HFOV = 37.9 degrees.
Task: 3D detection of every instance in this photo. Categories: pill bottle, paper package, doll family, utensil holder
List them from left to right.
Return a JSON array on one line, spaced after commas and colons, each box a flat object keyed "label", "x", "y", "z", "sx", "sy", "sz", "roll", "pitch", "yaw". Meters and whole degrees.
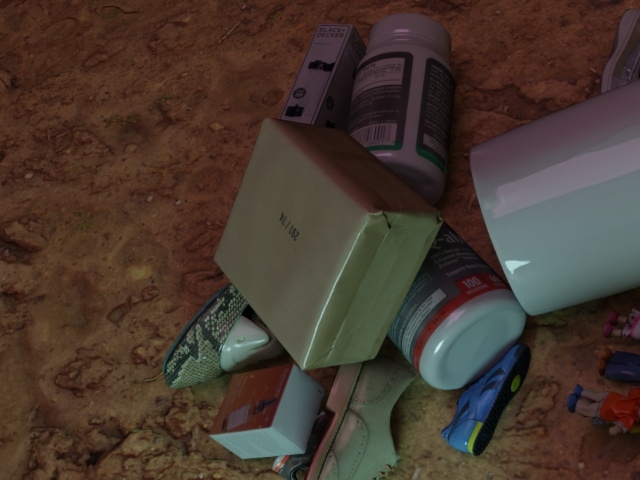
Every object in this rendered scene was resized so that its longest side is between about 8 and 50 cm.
[{"label": "paper package", "x": 0.000, "y": 0.000, "z": 1.537, "sx": 0.325, "sy": 0.168, "sz": 0.309, "roll": 46, "pitch": 122, "yaw": 42}, {"label": "pill bottle", "x": 0.158, "y": -0.253, "z": 1.827, "sx": 0.204, "sy": 0.204, "sz": 0.361, "roll": -4, "pitch": 60, "yaw": 25}, {"label": "pill bottle", "x": 0.169, "y": 0.066, "z": 1.623, "sx": 0.210, "sy": 0.210, "sz": 0.363, "roll": -40, "pitch": 52, "yaw": 0}, {"label": "utensil holder", "x": 0.473, "y": -0.076, "z": 1.490, "sx": 0.385, "sy": 0.327, "sz": 0.327, "roll": -21, "pitch": 54, "yaw": 19}, {"label": "doll family", "x": 0.504, "y": 0.222, "z": 1.436, "sx": 0.163, "sy": 0.118, "sz": 0.263, "roll": 7, "pitch": 47, "yaw": 37}]

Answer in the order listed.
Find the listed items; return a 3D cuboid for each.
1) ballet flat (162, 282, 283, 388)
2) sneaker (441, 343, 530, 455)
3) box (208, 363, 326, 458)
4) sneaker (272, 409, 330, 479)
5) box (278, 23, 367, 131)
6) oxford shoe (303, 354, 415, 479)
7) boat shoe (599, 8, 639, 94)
[{"label": "ballet flat", "x": -0.100, "y": 0.110, "z": 1.782, "sx": 0.182, "sy": 0.164, "sz": 0.483, "roll": 29, "pitch": 74, "yaw": 27}, {"label": "sneaker", "x": 0.273, "y": 0.252, "z": 1.548, "sx": 0.082, "sy": 0.069, "sz": 0.209, "roll": 23, "pitch": 74, "yaw": 40}, {"label": "box", "x": -0.094, "y": 0.303, "z": 1.646, "sx": 0.170, "sy": 0.091, "sz": 0.130, "roll": -18, "pitch": 40, "yaw": 43}, {"label": "sneaker", "x": -0.013, "y": 0.363, "z": 1.647, "sx": 0.065, "sy": 0.061, "sz": 0.158, "roll": 41, "pitch": 89, "yaw": 16}, {"label": "box", "x": 0.017, "y": -0.289, "z": 1.946, "sx": 0.087, "sy": 0.169, "sz": 0.290, "roll": 7, "pitch": 64, "yaw": 31}, {"label": "oxford shoe", "x": 0.053, "y": 0.378, "z": 1.546, "sx": 0.146, "sy": 0.140, "sz": 0.397, "roll": 16, "pitch": 82, "yaw": 3}, {"label": "boat shoe", "x": 0.581, "y": -0.295, "z": 1.693, "sx": 0.103, "sy": 0.118, "sz": 0.320, "roll": 3, "pitch": 56, "yaw": 34}]
